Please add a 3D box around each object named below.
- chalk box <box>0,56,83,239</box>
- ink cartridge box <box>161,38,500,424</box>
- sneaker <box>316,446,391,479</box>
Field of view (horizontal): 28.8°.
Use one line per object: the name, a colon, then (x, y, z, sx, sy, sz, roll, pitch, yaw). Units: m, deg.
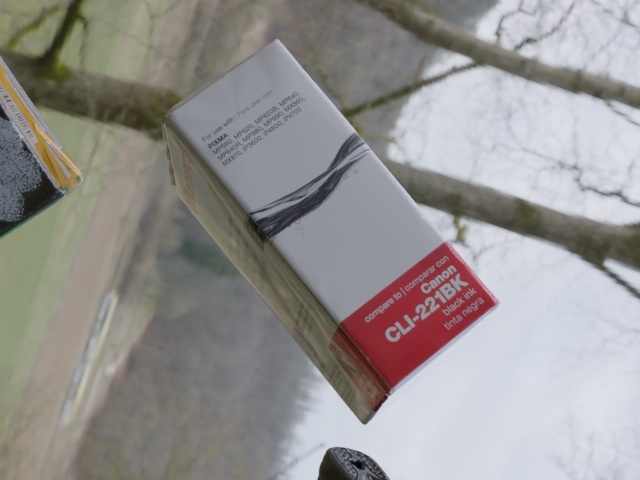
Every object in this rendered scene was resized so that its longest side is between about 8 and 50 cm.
chalk box: (-0.381, -0.042, 1.089, 0.289, 0.180, 0.179, -32, -171, -1)
ink cartridge box: (0.000, 0.000, 1.013, 0.114, 0.273, 0.197, -38, 170, -12)
sneaker: (0.049, 0.325, 1.278, 0.227, 0.087, 0.130, 44, -61, 52)
